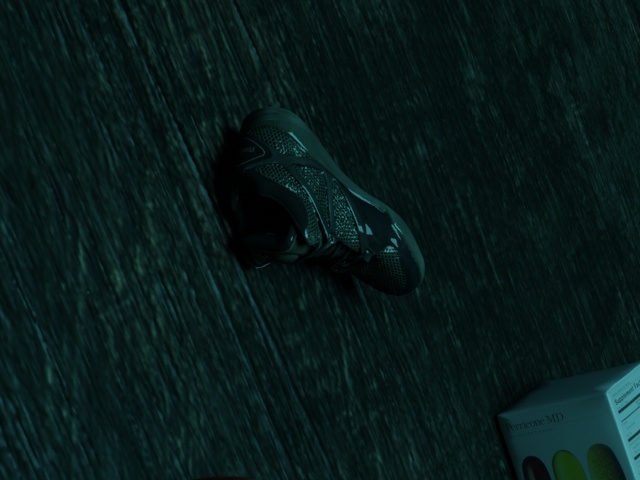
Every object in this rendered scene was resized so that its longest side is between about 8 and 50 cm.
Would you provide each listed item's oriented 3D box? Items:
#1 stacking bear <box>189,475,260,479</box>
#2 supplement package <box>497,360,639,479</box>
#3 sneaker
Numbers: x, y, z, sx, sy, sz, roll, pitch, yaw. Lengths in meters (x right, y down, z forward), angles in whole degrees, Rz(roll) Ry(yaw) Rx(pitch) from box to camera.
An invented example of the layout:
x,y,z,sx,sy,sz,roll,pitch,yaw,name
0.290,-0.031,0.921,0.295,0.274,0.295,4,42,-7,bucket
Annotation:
x,y,z,sx,sy,sz,roll,pitch,yaw,name
-0.024,0.331,0.955,0.289,0.164,0.175,63,36,-22,stacking bear
0.309,0.271,1.447,0.134,0.139,0.244,-20,91,-56,supplement package
0.000,0.000,1.187,0.227,0.087,0.130,45,45,-29,sneaker
